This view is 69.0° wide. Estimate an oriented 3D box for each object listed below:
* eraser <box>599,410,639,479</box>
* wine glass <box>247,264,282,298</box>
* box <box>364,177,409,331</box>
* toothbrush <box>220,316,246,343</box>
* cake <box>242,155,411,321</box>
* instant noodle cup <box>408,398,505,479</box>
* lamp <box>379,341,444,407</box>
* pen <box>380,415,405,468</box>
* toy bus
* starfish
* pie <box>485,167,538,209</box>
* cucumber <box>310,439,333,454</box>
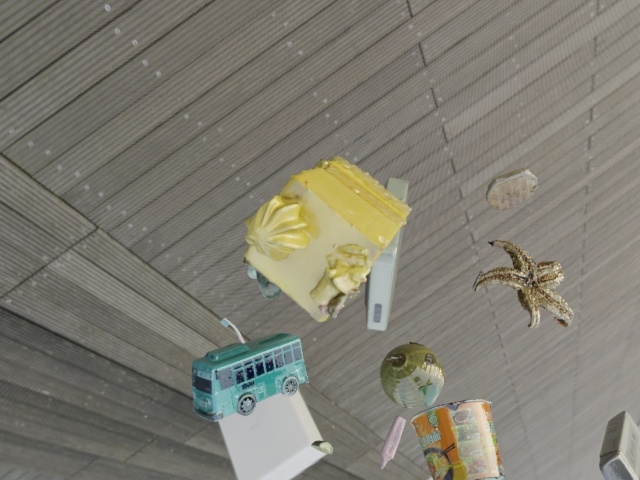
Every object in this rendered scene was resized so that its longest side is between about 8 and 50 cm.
[{"bbox_3d":[0.832,0.575,1.286,0.061,0.089,0.352,-36,164,33],"label":"eraser"},{"bbox_3d":[-0.176,0.118,1.466,0.073,0.155,0.073,-11,116,-24],"label":"wine glass"},{"bbox_3d":[0.203,0.042,1.449,0.091,0.373,0.367,8,135,10],"label":"box"},{"bbox_3d":[-0.204,0.283,1.280,0.022,0.017,0.204,-43,114,-14],"label":"toothbrush"},{"bbox_3d":[0.000,0.000,0.879,0.222,0.228,0.286,-56,175,35],"label":"cake"},{"bbox_3d":[0.362,0.540,1.216,0.231,0.182,0.230,-6,145,-4],"label":"instant noodle cup"},{"bbox_3d":[0.335,0.502,1.784,0.250,0.250,0.284,-40,124,4],"label":"lamp"},{"bbox_3d":[0.266,0.759,1.746,0.053,0.032,0.197,33,67,-13],"label":"pen"},{"bbox_3d":[-0.168,0.309,1.088,0.256,0.128,0.146,-10,92,-39],"label":"toy bus"},{"bbox_3d":[0.616,0.141,1.407,0.304,0.311,0.113,12,140,-3],"label":"starfish"},{"bbox_3d":[0.733,-0.191,1.790,0.195,0.046,0.195,-4,136,-4],"label":"pie"},{"bbox_3d":[0.002,0.744,1.690,0.067,0.035,0.107,35,151,-13],"label":"cucumber"}]
